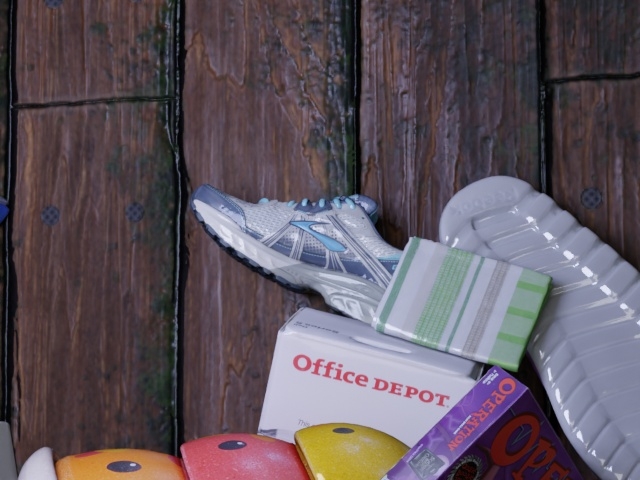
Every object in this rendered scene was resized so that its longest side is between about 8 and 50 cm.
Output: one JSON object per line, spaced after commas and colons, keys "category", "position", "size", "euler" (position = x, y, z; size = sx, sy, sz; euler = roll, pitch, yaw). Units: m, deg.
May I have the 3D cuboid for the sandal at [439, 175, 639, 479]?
{"category": "sandal", "position": [0.274, 0.102, 1.675], "size": [0.169, 0.102, 0.416], "euler": [-30, 63, -6]}

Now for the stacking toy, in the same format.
{"category": "stacking toy", "position": [-0.003, 0.275, 1.506], "size": [0.480, 0.350, 0.351], "euler": [-22, 77, -8]}

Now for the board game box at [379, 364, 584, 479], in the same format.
{"category": "board game box", "position": [0.150, 0.280, 1.434], "size": [0.208, 0.347, 0.056], "euler": [-47, 44, -12]}

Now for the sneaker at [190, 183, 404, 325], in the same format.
{"category": "sneaker", "position": [0.000, 0.000, 1.758], "size": [0.283, 0.110, 0.122], "euler": [28, 84, 7]}

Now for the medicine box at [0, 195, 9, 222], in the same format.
{"category": "medicine box", "position": [-0.518, 0.014, 1.794], "size": [0.149, 0.263, 0.289], "euler": [39, 93, 16]}

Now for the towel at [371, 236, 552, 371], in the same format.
{"category": "towel", "position": [0.139, 0.063, 1.645], "size": [0.152, 0.023, 0.113], "euler": [17, 63, 17]}

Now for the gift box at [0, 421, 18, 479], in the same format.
{"category": "gift box", "position": [-0.471, 0.325, 1.746], "size": [0.276, 0.258, 0.255], "euler": [-18, 78, 10]}

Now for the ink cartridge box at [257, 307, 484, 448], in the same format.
{"category": "ink cartridge box", "position": [0.037, 0.224, 1.658], "size": [0.198, 0.115, 0.273], "euler": [14, 103, 8]}
